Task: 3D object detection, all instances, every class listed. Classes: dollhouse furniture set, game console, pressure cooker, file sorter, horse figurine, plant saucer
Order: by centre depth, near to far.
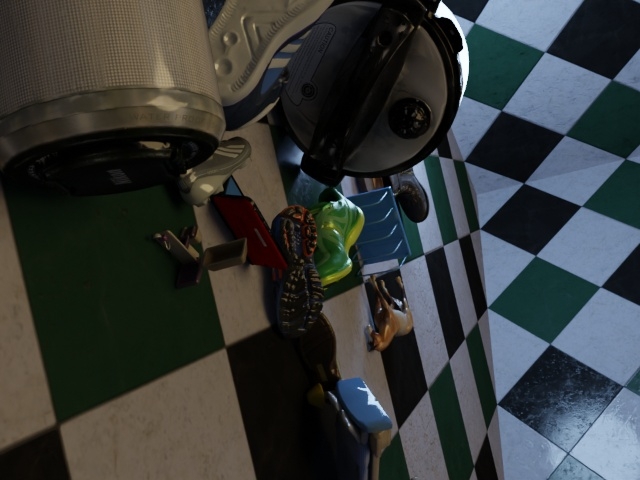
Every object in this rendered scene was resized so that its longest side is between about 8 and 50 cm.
[{"bbox_3d":[-0.152,-0.008,0.923,0.081,0.114,0.091,52,34,-41],"label":"dollhouse furniture set"},{"bbox_3d":[-0.101,-0.037,1.124,0.085,0.124,0.144,-53,131,-31],"label":"game console"},{"bbox_3d":[0.015,0.422,1.171,0.303,0.198,0.286,-129,-144,-59],"label":"dollhouse furniture set"},{"bbox_3d":[0.108,-0.324,1.434,0.420,0.375,0.370,-58,135,-64],"label":"pressure cooker"},{"bbox_3d":[0.117,-0.015,1.640,0.104,0.118,0.170,-49,123,-61],"label":"file sorter"},{"bbox_3d":[0.167,0.172,1.728,0.263,0.066,0.174,14,59,-65],"label":"horse figurine"},{"bbox_3d":[0.126,-0.155,1.877,0.168,0.029,0.168,-14,90,-70],"label":"plant saucer"}]

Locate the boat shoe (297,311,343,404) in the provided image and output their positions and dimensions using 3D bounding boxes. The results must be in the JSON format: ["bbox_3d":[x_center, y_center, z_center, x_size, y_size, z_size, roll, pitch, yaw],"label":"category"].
[{"bbox_3d":[0.000,0.195,1.286,0.072,0.068,0.190,-86,166,-68],"label":"boat shoe"}]

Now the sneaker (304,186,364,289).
[{"bbox_3d":[0.000,0.000,1.371,0.123,0.109,0.295,48,29,-18],"label":"sneaker"}]

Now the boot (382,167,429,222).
[{"bbox_3d":[0.218,-0.148,2.062,0.229,0.091,0.263,-39,110,-62],"label":"boot"}]

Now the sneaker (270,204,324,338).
[{"bbox_3d":[-0.046,0.052,1.210,0.087,0.083,0.221,-174,-94,-66],"label":"sneaker"}]

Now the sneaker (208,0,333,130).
[{"bbox_3d":[-0.080,-0.306,1.081,0.130,0.323,0.236,35,-7,-1],"label":"sneaker"}]

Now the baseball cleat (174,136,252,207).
[{"bbox_3d":[-0.159,-0.130,1.041,0.109,0.072,0.206,61,21,-21],"label":"baseball cleat"}]

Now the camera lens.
[{"bbox_3d":[-0.219,-0.192,0.703,0.219,0.219,0.274,3,74,-69],"label":"camera lens"}]
